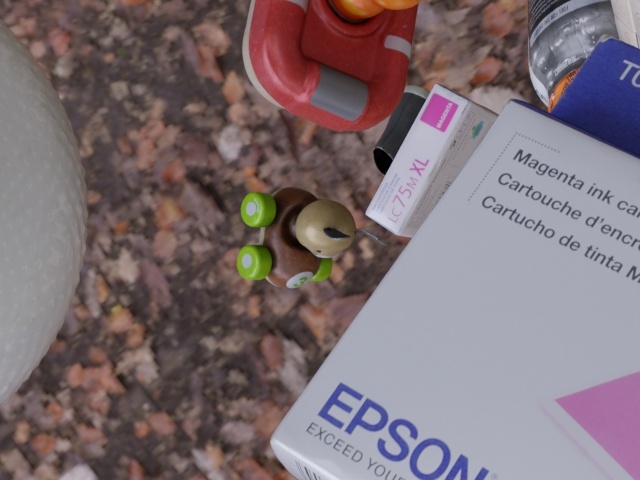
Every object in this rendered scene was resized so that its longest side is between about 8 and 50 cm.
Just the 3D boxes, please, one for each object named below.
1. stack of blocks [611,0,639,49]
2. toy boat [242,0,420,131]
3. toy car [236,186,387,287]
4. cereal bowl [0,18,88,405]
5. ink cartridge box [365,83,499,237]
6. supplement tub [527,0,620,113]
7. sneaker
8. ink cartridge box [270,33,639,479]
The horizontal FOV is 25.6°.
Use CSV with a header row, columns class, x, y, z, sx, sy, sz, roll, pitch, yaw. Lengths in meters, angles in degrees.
class,x,y,z,sx,sy,sz,roll,pitch,yaw
stack of blocks,0.326,-0.146,1.235,0.171,0.087,0.297,-24,127,-2
toy boat,0.036,-0.211,1.155,0.151,0.151,0.231,-9,67,55
toy car,0.000,0.000,2.024,0.188,0.155,0.149,5,92,45
cereal bowl,-0.294,-0.024,0.828,0.339,0.339,0.141,62,155,-5
ink cartridge box,0.176,-0.088,1.827,0.065,0.311,0.186,32,99,24
supplement tub,0.332,-0.268,1.555,0.207,0.338,0.207,4,151,2
sneaker,0.154,-0.101,1.958,0.083,0.118,0.222,6,147,52
ink cartridge box,0.195,0.058,0.719,0.324,0.071,0.330,28,75,27
